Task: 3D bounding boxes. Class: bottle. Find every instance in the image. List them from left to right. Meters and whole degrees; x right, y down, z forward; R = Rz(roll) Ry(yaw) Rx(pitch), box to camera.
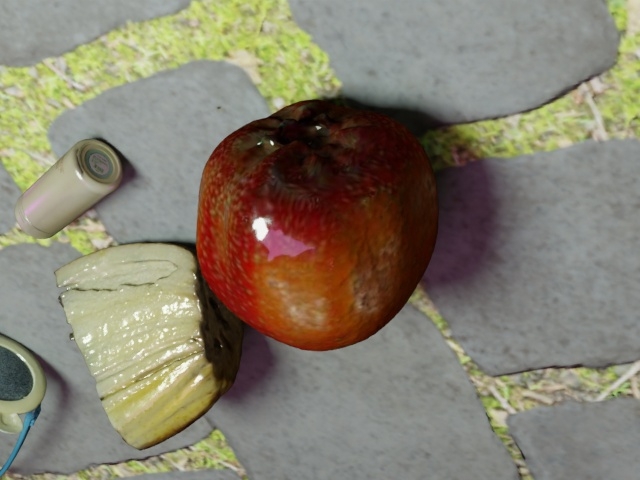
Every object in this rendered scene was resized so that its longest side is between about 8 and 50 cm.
[{"bbox_3d":[-0.192,-0.037,1.320,0.045,0.045,0.096,42,134,-16],"label":"bottle"}]

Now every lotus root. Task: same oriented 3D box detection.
[{"bbox_3d":[-0.122,0.077,1.372,0.135,0.095,0.159,-20,80,29],"label":"lotus root"}]

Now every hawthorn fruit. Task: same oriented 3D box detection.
[{"bbox_3d":[0.000,0.000,1.199,0.169,0.169,0.188,4,130,19],"label":"hawthorn fruit"}]

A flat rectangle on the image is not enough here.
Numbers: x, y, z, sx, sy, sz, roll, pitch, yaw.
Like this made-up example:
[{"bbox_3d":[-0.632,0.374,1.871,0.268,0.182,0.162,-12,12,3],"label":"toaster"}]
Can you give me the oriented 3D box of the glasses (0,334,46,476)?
[{"bbox_3d":[-0.333,0.127,1.534,0.190,0.088,0.220,24,155,-1],"label":"glasses"}]
